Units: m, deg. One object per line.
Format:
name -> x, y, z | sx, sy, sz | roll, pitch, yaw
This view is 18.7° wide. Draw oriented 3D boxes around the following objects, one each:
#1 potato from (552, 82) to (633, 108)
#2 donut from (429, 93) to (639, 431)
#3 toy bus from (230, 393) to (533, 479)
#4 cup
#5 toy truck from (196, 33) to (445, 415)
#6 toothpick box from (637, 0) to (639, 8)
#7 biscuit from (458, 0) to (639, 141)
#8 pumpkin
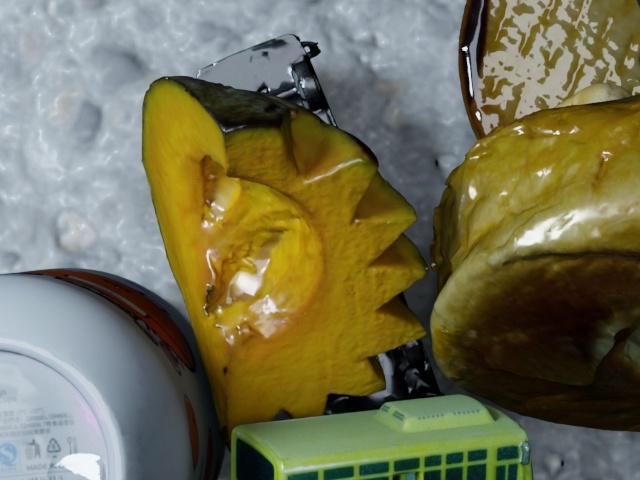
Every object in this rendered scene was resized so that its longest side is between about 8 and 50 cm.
potato -> 0.172, -0.064, 1.254 | 0.083, 0.062, 0.068 | -20, 73, 19
donut -> 0.228, 0.005, 1.172 | 0.330, 0.330, 0.160 | -1, 66, 1
toy bus -> 0.039, 0.147, 1.141 | 0.175, 0.088, 0.101 | -5, 102, -24
cup -> -0.170, 0.123, 1.154 | 0.212, 0.317, 0.212 | 0, 90, 0
toy truck -> 0.000, 0.000, 1.252 | 0.088, 0.121, 0.259 | -21, 89, 1
toothpick box -> 0.322, -0.204, 1.182 | 0.316, 0.229, 0.229 | -15, 89, -7
biscuit -> 0.183, -0.142, 1.298 | 0.228, 0.031, 0.176 | -43, 90, -2
pumpkin -> -0.022, -0.014, 1.143 | 0.130, 0.149, 0.254 | -16, 133, -16
